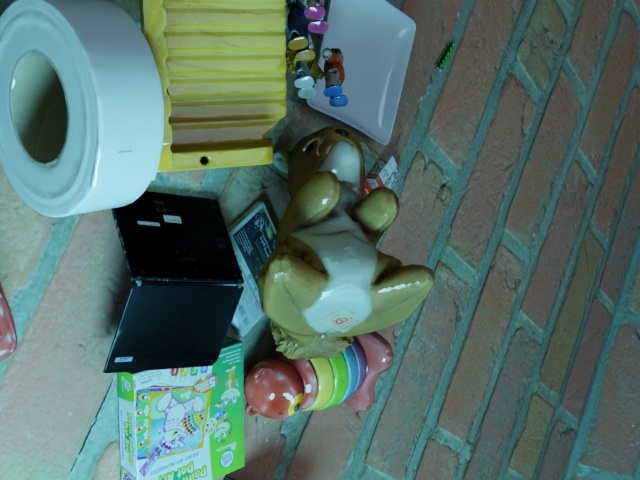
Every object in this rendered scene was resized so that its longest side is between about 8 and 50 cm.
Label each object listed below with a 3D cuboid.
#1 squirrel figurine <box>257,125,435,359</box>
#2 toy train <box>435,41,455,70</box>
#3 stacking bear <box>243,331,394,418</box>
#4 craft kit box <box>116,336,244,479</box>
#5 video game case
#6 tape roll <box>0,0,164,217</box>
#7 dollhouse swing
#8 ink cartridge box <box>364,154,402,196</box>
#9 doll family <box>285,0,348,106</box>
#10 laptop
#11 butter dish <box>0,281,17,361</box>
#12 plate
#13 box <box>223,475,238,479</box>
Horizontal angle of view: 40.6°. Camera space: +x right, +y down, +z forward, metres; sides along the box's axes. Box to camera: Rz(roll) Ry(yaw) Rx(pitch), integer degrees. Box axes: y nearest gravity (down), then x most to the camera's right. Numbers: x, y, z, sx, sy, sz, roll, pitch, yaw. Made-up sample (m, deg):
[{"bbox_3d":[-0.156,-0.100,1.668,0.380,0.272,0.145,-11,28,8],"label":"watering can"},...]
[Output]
[{"bbox_3d":[0.000,0.000,1.567,0.280,0.397,0.371,0,55,-14],"label":"squirrel figurine"},{"bbox_3d":[0.291,-0.427,2.015,0.083,0.017,0.024,-60,146,-23],"label":"toy train"},{"bbox_3d":[-0.024,0.262,1.670,0.289,0.164,0.175,-11,130,-47],"label":"stacking bear"},{"bbox_3d":[-0.239,0.315,1.516,0.249,0.061,0.247,-12,109,-47],"label":"craft kit box"},{"bbox_3d":[-0.131,0.053,1.614,0.173,0.022,0.190,-46,128,-33],"label":"video game case"},{"bbox_3d":[-0.327,-0.174,1.137,0.100,0.286,0.286,-14,108,-46],"label":"tape roll"},{"bbox_3d":[-0.143,-0.274,1.285,0.315,0.305,0.347,-6,104,-25],"label":"dollhouse swing"},{"bbox_3d":[0.130,-0.124,1.875,0.115,0.029,0.063,-54,134,-28],"label":"ink cartridge box"},{"bbox_3d":[-0.030,-0.363,1.536,0.263,0.118,0.163,74,10,-46],"label":"doll family"},{"bbox_3d":[-0.258,0.065,1.433,0.234,0.136,0.264,5,58,-49],"label":"laptop"},{"bbox_3d":[-0.470,0.120,1.158,0.160,0.118,0.160,-29,119,-43],"label":"butter dish"},{"bbox_3d":[0.077,-0.364,1.755,0.277,0.045,0.278,18,84,-48],"label":"plate"},{"bbox_3d":[-0.102,0.532,1.637,0.158,0.156,0.093,44,64,-44],"label":"box"}]
